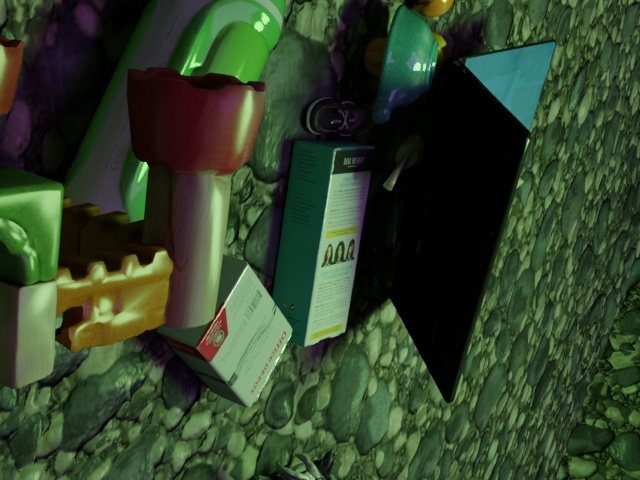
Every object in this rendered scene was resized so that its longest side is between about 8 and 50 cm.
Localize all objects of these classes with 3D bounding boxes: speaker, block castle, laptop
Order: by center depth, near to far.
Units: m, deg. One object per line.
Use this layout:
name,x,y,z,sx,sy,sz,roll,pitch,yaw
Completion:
block castle,-0.267,-0.053,0.522,0.453,0.303,0.212,-15,115,-58
speaker,-0.136,-0.107,0.897,0.131,0.131,0.296,41,68,-58
laptop,0.256,-0.047,1.412,0.236,0.408,0.382,2,119,-16

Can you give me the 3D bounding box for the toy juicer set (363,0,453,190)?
toy juicer set,0.104,-0.223,1.301,0.209,0.089,0.329,10,91,-80

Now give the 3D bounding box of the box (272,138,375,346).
box,0.000,0.000,1.240,0.100,0.060,0.244,-11,113,-58

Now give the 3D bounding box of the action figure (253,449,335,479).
action figure,-0.040,0.340,1.234,0.141,0.275,0.164,37,96,-21

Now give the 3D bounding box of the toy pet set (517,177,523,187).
toy pet set,0.271,-0.088,1.683,0.114,0.065,0.122,-46,156,23

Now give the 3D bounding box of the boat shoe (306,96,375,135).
boat shoe,0.027,-0.149,1.237,0.125,0.038,0.046,-6,109,-59

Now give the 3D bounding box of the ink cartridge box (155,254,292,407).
ink cartridge box,-0.102,0.099,1.112,0.109,0.063,0.150,-61,148,-23
